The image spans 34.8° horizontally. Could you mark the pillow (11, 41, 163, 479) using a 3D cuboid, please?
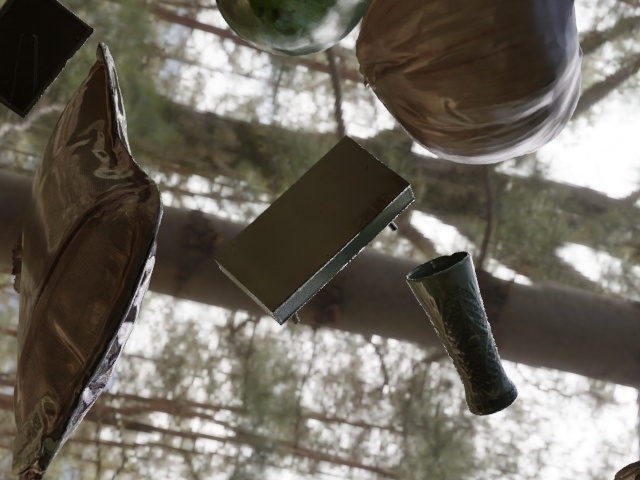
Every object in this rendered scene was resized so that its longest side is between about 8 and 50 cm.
[{"bbox_3d":[-0.108,-0.001,0.442,0.131,0.038,0.233,-64,-155,18],"label":"pillow"}]

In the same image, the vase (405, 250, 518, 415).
[{"bbox_3d":[0.204,0.133,1.422,0.096,0.096,0.219,-151,-142,-79],"label":"vase"}]

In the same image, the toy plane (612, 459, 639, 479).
[{"bbox_3d":[0.502,0.327,1.464,0.212,0.088,0.267,-51,171,-40],"label":"toy plane"}]

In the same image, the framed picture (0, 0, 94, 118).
[{"bbox_3d":[-0.372,-0.241,1.282,0.149,0.109,0.011,-50,-144,2],"label":"framed picture"}]

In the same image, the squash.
[{"bbox_3d":[-0.014,-0.201,0.769,0.395,0.107,0.107,-87,-166,-73],"label":"squash"}]

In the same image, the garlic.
[{"bbox_3d":[0.171,-0.227,1.196,0.317,0.259,0.318,-8,90,-81],"label":"garlic"}]

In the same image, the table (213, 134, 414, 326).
[{"bbox_3d":[0.000,0.000,1.331,0.240,0.121,0.111,-43,150,-10],"label":"table"}]
